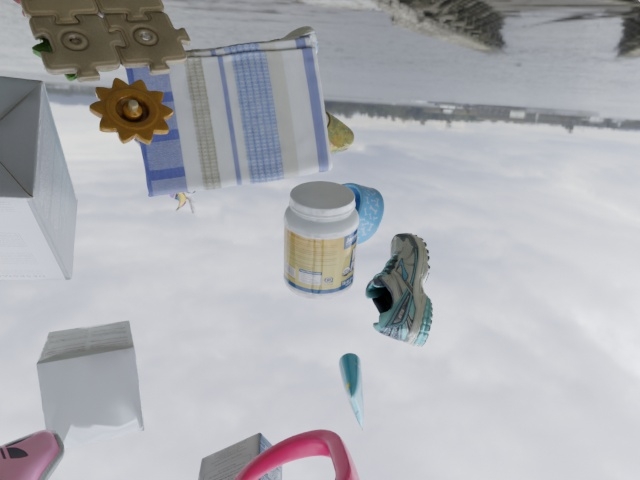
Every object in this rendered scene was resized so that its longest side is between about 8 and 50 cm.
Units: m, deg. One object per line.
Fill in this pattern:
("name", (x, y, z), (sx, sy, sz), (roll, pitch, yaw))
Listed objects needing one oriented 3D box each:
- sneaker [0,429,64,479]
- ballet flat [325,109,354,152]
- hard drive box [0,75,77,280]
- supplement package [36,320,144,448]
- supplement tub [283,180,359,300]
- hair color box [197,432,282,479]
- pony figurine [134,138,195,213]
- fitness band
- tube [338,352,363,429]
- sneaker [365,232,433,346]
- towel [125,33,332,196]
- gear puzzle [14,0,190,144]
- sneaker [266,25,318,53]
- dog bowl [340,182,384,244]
("sneaker", (-0.100, 0.241, 0.297), (0.131, 0.319, 0.112), (-43, -157, -29))
("ballet flat", (-0.090, -0.277, 1.288), (0.349, 0.123, 0.123), (10, -166, 0))
("hard drive box", (-0.298, -0.036, 0.442), (0.181, 0.089, 0.232), (2, 163, -18))
("supplement package", (-0.527, 0.323, 1.323), (0.198, 0.199, 0.263), (-7, -172, -20))
("supplement tub", (0.000, 0.000, 1.106), (0.144, 0.199, 0.144), (2, -149, -1))
("hair color box", (-0.180, 0.601, 1.208), (0.174, 0.105, 0.347), (-28, -153, 14))
("pony figurine", (-0.366, -0.287, 1.623), (0.363, 0.351, 0.303), (-36, -154, 8))
("fitness band", (-0.045, 0.378, 0.863), (0.209, 0.054, 0.291), (-28, -174, -5))
("tube", (0.071, 0.314, 1.224), (0.052, 0.080, 0.207), (-23, -164, 5))
("sneaker", (0.158, 0.082, 1.190), (0.122, 0.110, 0.283), (12, -136, -10))
("towel", (-0.129, -0.185, 0.848), (0.285, 0.209, 0.034), (-10, -175, -8))
("gear puzzle", (-0.253, -0.246, 0.671), (0.175, 0.339, 0.044), (-16, 159, -30))
("sneaker", (-0.094, -0.426, 1.314), (0.237, 0.086, 0.085), (-32, -148, -33))
("dog bowl", (0.035, -0.073, 1.559), (0.297, 0.166, 0.074), (-5, 158, 45))
